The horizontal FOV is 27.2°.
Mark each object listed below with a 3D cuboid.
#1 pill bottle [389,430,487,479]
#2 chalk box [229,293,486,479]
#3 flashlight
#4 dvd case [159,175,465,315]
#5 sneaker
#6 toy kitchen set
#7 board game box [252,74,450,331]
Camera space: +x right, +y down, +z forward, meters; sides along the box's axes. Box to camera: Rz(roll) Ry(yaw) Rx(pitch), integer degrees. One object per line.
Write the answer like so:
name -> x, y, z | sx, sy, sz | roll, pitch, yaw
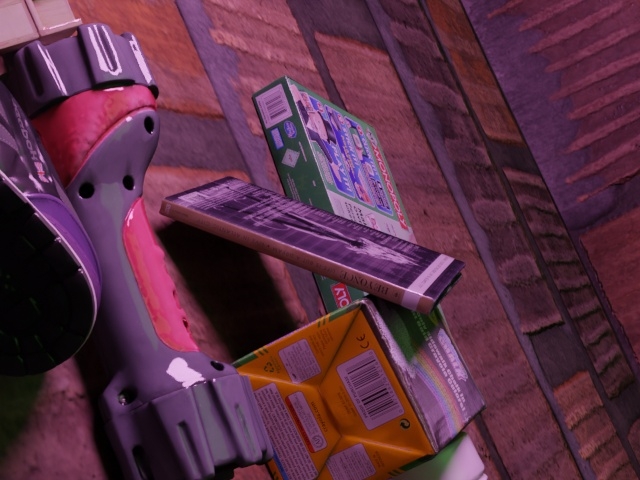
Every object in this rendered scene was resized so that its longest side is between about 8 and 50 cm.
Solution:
pill bottle -> 0.120, 0.279, 1.069 | 0.229, 0.131, 0.131 | 65, 20, 3
chalk box -> 0.039, 0.116, 1.075 | 0.132, 0.132, 0.213 | 64, 19, 4
flashlight -> -0.116, 0.013, 0.862 | 0.304, 0.103, 0.103 | 66, 17, 11
dvd case -> 0.000, 0.000, 1.058 | 0.221, 0.018, 0.164 | 20, 13, 10
sneaker -> -0.218, -0.061, 0.743 | 0.283, 0.107, 0.124 | 63, 5, -12
toy kitchen set -> -0.218, -0.155, 0.895 | 0.075, 0.083, 0.068 | -24, 91, -31
board game box -> 0.045, 0.004, 1.346 | 0.213, 0.046, 0.317 | 23, 45, -62
